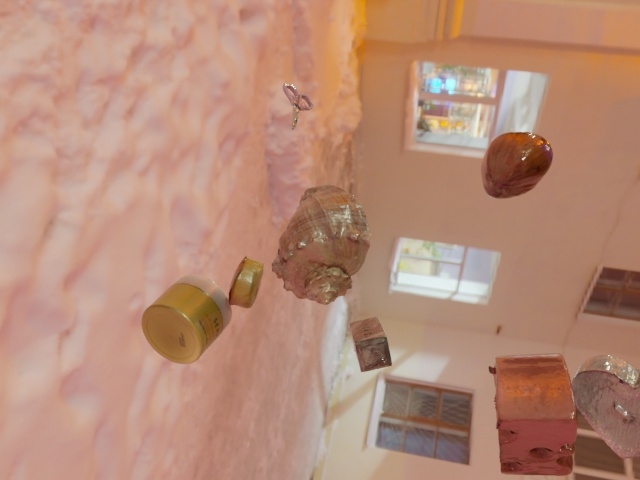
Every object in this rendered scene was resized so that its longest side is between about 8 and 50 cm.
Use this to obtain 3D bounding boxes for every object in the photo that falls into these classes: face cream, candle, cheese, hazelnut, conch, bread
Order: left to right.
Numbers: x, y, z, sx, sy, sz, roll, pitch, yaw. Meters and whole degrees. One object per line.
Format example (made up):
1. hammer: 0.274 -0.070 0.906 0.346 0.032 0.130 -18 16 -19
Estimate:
1. face cream: -0.409 0.241 1.921 0.179 0.218 0.218 -50 148 -53
2. bread: -0.229 0.129 1.889 0.125 0.086 0.156 -43 150 -85
3. conch: -0.011 0.001 1.703 0.209 0.297 0.353 -1 62 -49
4. hazelnut: 0.549 -0.223 1.798 0.210 0.209 0.186 73 11 -67
5. cheese: 0.334 0.279 0.995 0.177 0.128 0.203 36 53 -69
6. candle: 0.518 0.283 1.039 0.068 0.192 0.169 -32 126 -46

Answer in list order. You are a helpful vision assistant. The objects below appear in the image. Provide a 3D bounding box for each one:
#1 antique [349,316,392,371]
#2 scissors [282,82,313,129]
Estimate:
1. antique: 0.133 0.277 1.669 0.183 0.088 0.086 -106 -177 -80
2. scissors: -0.067 -0.371 1.760 0.021 0.110 0.212 -43 -153 31
